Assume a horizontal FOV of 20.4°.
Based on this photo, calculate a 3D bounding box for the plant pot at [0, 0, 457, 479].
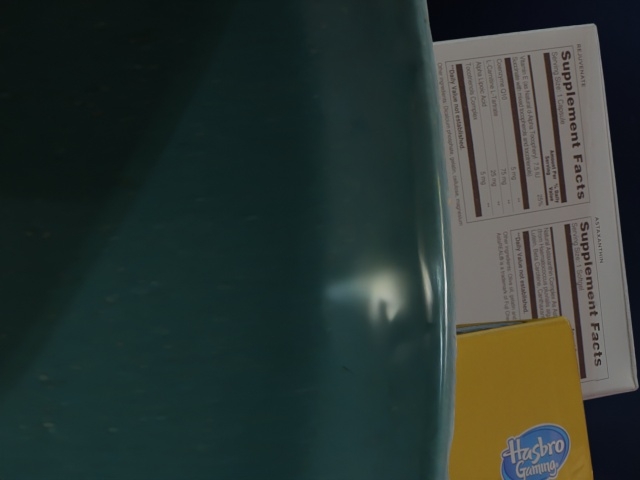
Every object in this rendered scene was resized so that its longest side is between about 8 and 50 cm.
[{"bbox_3d":[-0.112,-0.040,0.302,0.196,0.293,0.293,-9,-51,18],"label":"plant pot"}]

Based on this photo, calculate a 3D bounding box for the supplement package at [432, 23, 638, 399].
[{"bbox_3d":[0.000,0.000,0.963,0.263,0.199,0.198,-9,-85,-21],"label":"supplement package"}]

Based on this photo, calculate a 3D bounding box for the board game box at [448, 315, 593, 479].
[{"bbox_3d":[-0.105,0.078,0.569,0.242,0.064,0.316,-7,-1,45],"label":"board game box"}]
